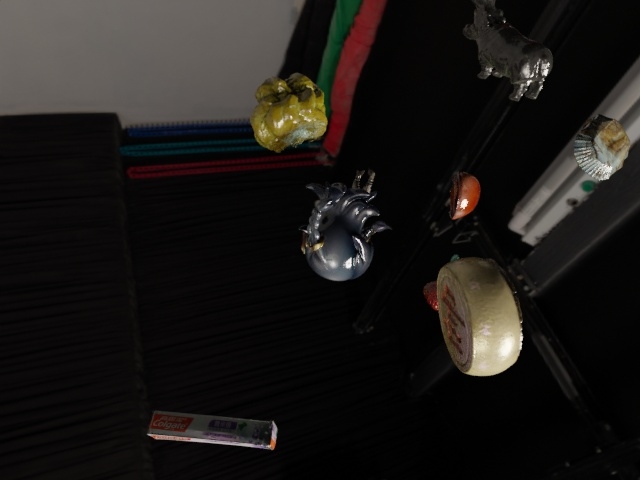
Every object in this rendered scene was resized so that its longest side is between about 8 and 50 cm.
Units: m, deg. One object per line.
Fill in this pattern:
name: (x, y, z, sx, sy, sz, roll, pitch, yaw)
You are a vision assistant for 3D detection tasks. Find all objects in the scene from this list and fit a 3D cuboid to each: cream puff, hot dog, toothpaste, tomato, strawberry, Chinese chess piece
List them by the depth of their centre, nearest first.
toothpaste: (-0.167, 0.297, 0.711, 0.047, 0.196, 0.040, 82, 12, -54)
Chinese chess piece: (0.358, 0.173, 1.053, 0.270, 0.111, 0.270, 173, -90, -89)
cream puff: (-0.091, -0.351, 1.207, 0.195, 0.220, 0.195, 56, -19, 30)
hot dog: (0.811, -0.270, 1.319, 0.163, 0.270, 0.082, 54, -36, 2)
strawberry: (0.360, 0.163, 1.377, 0.106, 0.106, 0.106, 172, -90, -70)
tomato: (0.610, -0.185, 1.914, 0.228, 0.112, 0.200, -20, 115, -81)

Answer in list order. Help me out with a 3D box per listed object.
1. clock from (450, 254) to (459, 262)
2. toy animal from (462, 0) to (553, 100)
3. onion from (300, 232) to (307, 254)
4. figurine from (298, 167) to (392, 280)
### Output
clock: (0.521, 0.142, 1.610, 0.188, 0.060, 0.148, 38, -48, 39)
toy animal: (0.489, -0.533, 1.248, 0.343, 0.106, 0.168, 65, -24, 25)
onion: (0.000, 0.000, 1.332, 0.118, 0.117, 0.119, 8, 90, -81)
figurine: (0.050, -0.033, 1.106, 0.175, 0.196, 0.265, -150, -130, -75)
